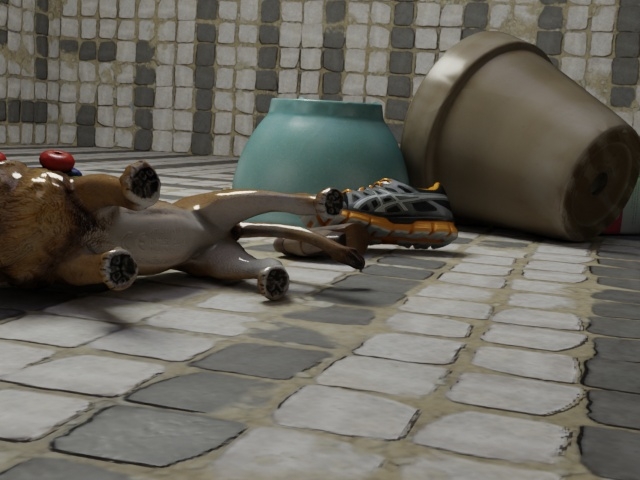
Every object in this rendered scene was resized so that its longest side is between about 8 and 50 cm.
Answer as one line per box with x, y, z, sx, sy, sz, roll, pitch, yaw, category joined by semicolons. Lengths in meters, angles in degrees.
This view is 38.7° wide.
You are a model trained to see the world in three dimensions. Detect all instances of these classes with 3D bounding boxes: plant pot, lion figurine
0.334;-0.136;1.444;0.323;0.323;0.280;-3;27;-41;plant pot
-0.166;-0.009;0.853;0.392;0.142;0.240;15;-10;-43;lion figurine
0.004;-0.123;1.423;0.293;0.196;0.293;3;7;0;plant pot

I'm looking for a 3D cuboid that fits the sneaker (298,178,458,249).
0.072;-0.040;1.177;0.215;0.083;0.084;6;-21;-19;sneaker

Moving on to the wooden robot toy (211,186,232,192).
-0.124;-0.098;1.620;0.173;0.079;0.076;-3;10;-42;wooden robot toy

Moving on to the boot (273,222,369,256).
0.000;0.000;1.102;0.087;0.042;0.118;-2;-2;24;boot

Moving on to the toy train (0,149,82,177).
-0.364;-0.036;1.031;0.248;0.105;0.143;-4;24;-43;toy train

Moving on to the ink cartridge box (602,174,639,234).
0.547;-0.092;1.564;0.218;0.158;0.092;1;7;-19;ink cartridge box
